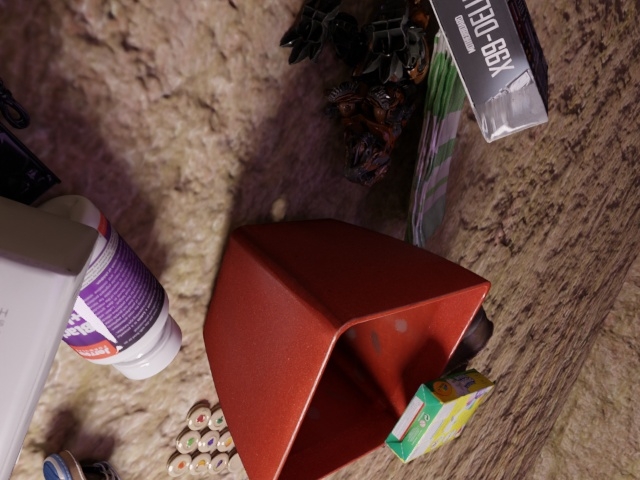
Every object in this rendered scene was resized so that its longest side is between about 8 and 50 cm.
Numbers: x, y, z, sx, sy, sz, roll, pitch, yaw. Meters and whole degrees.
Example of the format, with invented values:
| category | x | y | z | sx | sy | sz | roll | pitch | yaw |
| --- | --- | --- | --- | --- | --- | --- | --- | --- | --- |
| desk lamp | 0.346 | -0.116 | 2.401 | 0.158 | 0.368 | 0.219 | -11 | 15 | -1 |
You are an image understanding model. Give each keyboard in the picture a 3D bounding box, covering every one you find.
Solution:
| category | x | y | z | sx | sy | sz | roll | pitch | yaw |
| --- | --- | --- | --- | --- | --- | --- | --- | --- | --- |
| keyboard | -0.305 | -0.099 | 0.458 | 0.108 | 0.023 | 0.180 | -44 | 135 | -13 |

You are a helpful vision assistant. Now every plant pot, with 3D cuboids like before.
| category | x | y | z | sx | sy | sz | roll | pitch | yaw |
| --- | --- | --- | --- | --- | --- | --- | --- | --- | --- |
| plant pot | 0.001 | 0.109 | 0.681 | 0.267 | 0.236 | 0.267 | -7 | 128 | -44 |

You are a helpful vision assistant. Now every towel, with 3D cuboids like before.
| category | x | y | z | sx | sy | sz | roll | pitch | yaw |
| --- | --- | --- | --- | --- | --- | --- | --- | --- | --- |
| towel | 0.198 | -0.161 | 0.860 | 0.248 | 0.038 | 0.324 | -37 | 136 | -61 |

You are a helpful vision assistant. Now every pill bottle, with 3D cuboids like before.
| category | x | y | z | sx | sy | sz | roll | pitch | yaw |
| --- | --- | --- | --- | --- | --- | --- | --- | --- | --- |
| pill bottle | -0.223 | 0.057 | 0.548 | 0.108 | 0.108 | 0.193 | -45 | 134 | -21 |

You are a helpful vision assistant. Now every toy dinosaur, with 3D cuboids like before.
| category | x | y | z | sx | sy | sz | roll | pitch | yaw |
| --- | --- | --- | --- | --- | --- | --- | --- | --- | --- |
| toy dinosaur | 0.074 | -0.241 | 0.716 | 0.218 | 0.164 | 0.321 | 7 | 79 | -61 |

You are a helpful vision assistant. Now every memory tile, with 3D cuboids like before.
| category | x | y | z | sx | sy | sz | roll | pitch | yaw |
| --- | --- | --- | --- | --- | --- | --- | --- | --- | --- |
| memory tile | -0.153 | 0.299 | 0.805 | 0.148 | 0.012 | 0.113 | 22 | 93 | -49 |

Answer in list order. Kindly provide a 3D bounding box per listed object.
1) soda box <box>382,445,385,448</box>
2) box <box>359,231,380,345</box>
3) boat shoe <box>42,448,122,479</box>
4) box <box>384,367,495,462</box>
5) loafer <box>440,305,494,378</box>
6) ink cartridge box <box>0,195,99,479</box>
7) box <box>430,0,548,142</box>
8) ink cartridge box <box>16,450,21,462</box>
| category | x | y | z | sx | sy | sz | roll | pitch | yaw |
| --- | --- | --- | --- | --- | --- | --- | --- | --- | --- |
| soda box | 0.159 | 0.339 | 1.105 | 0.169 | 0.060 | 0.053 | -33 | 131 | -31 |
| box | 0.101 | 0.092 | 0.877 | 0.170 | 0.130 | 0.091 | -51 | 138 | -16 |
| boat shoe | -0.277 | 0.303 | 0.650 | 0.066 | 0.066 | 0.183 | -33 | 139 | -37 |
| box | 0.173 | 0.234 | 0.743 | 0.179 | 0.043 | 0.105 | 7 | 117 | -49 |
| loafer | 0.194 | 0.215 | 0.910 | 0.134 | 0.130 | 0.366 | -48 | 172 | -34 |
| ink cartridge box | -0.353 | 0.139 | 0.336 | 0.286 | 0.166 | 0.394 | 21 | 94 | -19 |
| box | 0.221 | -0.291 | 0.699 | 0.242 | 0.077 | 0.307 | 62 | 31 | -17 |
| ink cartridge box | -0.318 | 0.122 | 0.495 | 0.090 | 0.092 | 0.143 | 13 | 97 | -47 |
